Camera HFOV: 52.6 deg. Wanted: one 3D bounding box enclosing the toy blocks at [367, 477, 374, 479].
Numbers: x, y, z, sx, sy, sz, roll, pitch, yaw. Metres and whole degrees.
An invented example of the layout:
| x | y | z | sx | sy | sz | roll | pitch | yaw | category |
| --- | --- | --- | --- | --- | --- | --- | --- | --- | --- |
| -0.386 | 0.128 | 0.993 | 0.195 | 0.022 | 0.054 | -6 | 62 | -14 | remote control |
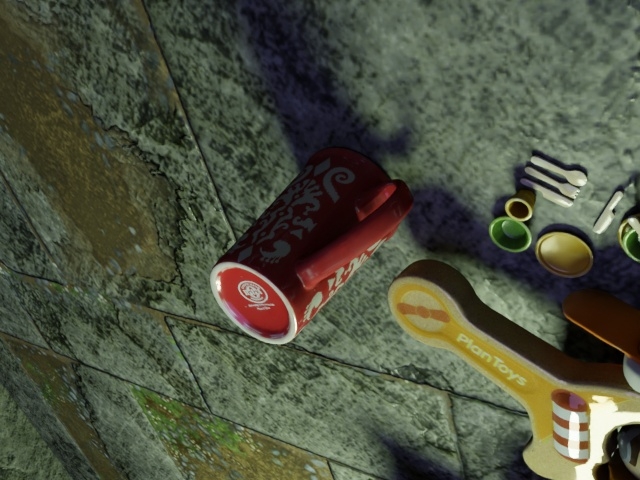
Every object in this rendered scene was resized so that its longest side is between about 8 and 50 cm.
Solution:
| x | y | z | sx | sy | sz | roll | pitch | yaw | category |
| --- | --- | --- | --- | --- | --- | --- | --- | --- | --- |
| 0.218 | 0.499 | 0.878 | 0.381 | 0.191 | 0.261 | 23 | 149 | 24 | toy blocks |

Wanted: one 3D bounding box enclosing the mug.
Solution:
| x | y | z | sx | sy | sz | roll | pitch | yaw | category |
| --- | --- | --- | --- | --- | --- | --- | --- | --- | --- |
| -0.008 | -0.005 | 0.581 | 0.113 | 0.169 | 0.150 | 39 | 142 | 6 | mug |

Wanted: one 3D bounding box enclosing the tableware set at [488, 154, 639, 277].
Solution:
| x | y | z | sx | sy | sz | roll | pitch | yaw | category |
| --- | --- | --- | --- | --- | --- | --- | --- | --- | --- |
| 0.215 | 0.004 | 0.517 | 0.154 | 0.024 | 0.104 | 29 | 140 | 15 | tableware set |

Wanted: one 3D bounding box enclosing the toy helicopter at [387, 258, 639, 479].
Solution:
| x | y | z | sx | sy | sz | roll | pitch | yaw | category |
| --- | --- | --- | --- | --- | --- | --- | --- | --- | --- |
| 0.212 | 0.122 | 0.545 | 0.355 | 0.140 | 0.235 | 35 | 141 | 17 | toy helicopter |
